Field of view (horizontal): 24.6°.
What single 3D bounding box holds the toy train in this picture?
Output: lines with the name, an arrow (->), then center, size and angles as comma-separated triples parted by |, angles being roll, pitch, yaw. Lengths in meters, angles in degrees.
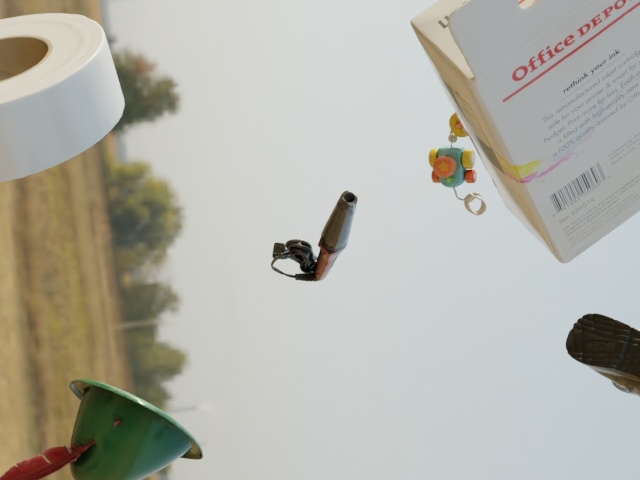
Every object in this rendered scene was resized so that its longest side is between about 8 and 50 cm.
toy train -> 0.204, -0.112, 1.854 | 0.166, 0.125, 0.046 | -55, 166, 27

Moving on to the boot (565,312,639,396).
boot -> 0.411, 0.161, 1.679 | 0.246, 0.161, 0.083 | 25, -96, 45

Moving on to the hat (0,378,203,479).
hat -> -0.262, 0.277, 1.685 | 0.208, 0.183, 0.173 | 2, -35, 49

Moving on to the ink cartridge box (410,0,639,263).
ink cartridge box -> 0.223, -0.164, 1.349 | 0.119, 0.207, 0.353 | 53, -2, 44

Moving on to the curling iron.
curling iron -> 0.000, 0.000, 1.575 | 0.274, 0.068, 0.035 | 132, -30, -71

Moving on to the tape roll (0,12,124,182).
tape roll -> -0.390, -0.177, 1.807 | 0.286, 0.286, 0.100 | -110, -174, -59
